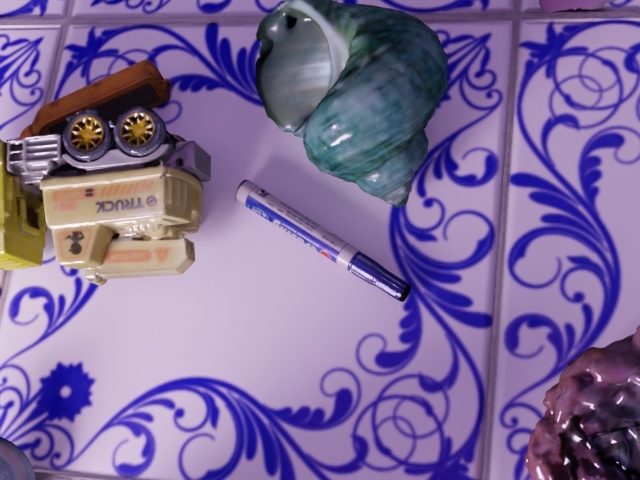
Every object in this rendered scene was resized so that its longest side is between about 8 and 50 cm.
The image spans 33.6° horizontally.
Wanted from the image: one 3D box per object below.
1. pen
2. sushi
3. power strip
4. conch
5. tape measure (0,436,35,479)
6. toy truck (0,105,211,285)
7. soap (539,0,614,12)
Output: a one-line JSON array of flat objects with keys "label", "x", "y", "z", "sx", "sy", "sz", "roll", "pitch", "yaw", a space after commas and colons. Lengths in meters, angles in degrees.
[{"label": "pen", "x": 0.000, "y": 0.000, "z": 1.018, "sx": 0.204, "sy": 0.025, "sz": 0.025, "roll": 33, "pitch": 80, "yaw": 22}, {"label": "sushi", "x": 0.286, "y": 0.195, "z": 0.796, "sx": 0.236, "sy": 0.171, "sz": 0.270, "roll": -36, "pitch": 71, "yaw": -2}, {"label": "power strip", "x": -0.241, "y": -0.138, "z": 1.114, "sx": 0.178, "sy": 0.049, "sz": 0.028, "roll": -24, "pitch": 61, "yaw": 3}, {"label": "conch", "x": 0.037, "y": -0.133, "z": 1.006, "sx": 0.196, "sy": 0.134, "sz": 0.202, "roll": -24, "pitch": 65, "yaw": 49}, {"label": "tape measure", "x": -0.348, "y": 0.257, "z": 0.998, "sx": 0.107, "sy": 0.104, "sz": 0.180, "roll": 46, "pitch": 120, "yaw": 2}, {"label": "toy truck", "x": -0.245, "y": -0.034, "z": 1.039, "sx": 0.272, "sy": 0.124, "sz": 0.157, "roll": -4, "pitch": 79, "yaw": 8}, {"label": "soap", "x": 0.228, "y": -0.375, "z": 1.024, "sx": 0.081, "sy": 0.181, "sz": 0.259, "roll": -8, "pitch": 69, "yaw": 10}]
